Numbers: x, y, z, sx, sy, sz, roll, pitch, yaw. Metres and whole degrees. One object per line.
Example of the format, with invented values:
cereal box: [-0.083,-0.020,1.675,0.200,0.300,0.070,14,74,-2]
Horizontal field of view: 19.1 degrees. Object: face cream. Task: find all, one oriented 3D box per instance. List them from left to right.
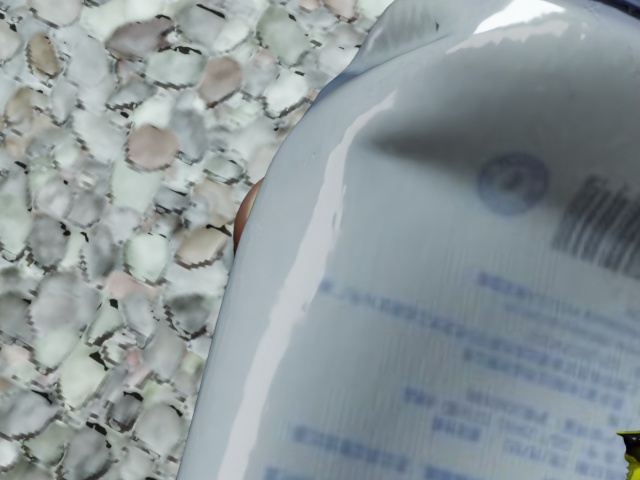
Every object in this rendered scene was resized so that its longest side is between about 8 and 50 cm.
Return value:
face cream: [0.060,0.077,0.710,0.235,0.137,0.420,19,76,-20]

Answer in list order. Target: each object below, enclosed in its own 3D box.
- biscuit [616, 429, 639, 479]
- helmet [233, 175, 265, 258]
biscuit: [0.101,0.210,0.675,0.048,0.026,0.292,11,90,-22]
helmet: [0.001,0.000,0.782,0.084,0.049,0.065,31,76,12]
